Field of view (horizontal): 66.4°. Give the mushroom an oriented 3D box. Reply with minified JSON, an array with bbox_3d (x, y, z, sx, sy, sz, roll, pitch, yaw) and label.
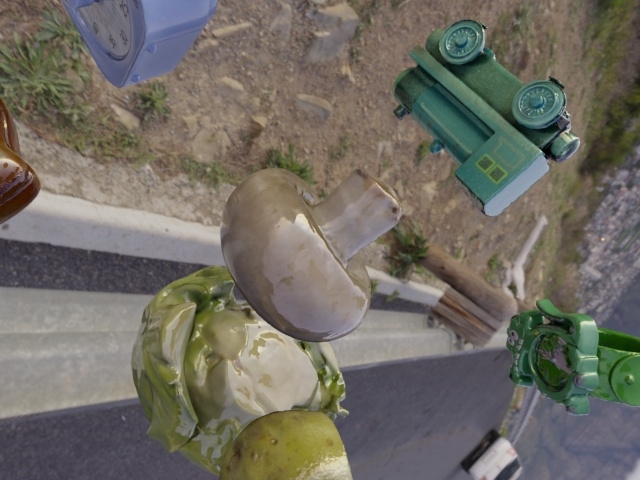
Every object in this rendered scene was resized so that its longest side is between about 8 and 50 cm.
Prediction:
[{"bbox_3d":[0.000,0.000,0.538,0.204,0.204,0.204,-32,146,-25],"label":"mushroom"}]

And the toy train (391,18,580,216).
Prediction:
[{"bbox_3d":[0.238,-0.197,0.758,0.194,0.298,0.120,-45,153,17],"label":"toy train"}]

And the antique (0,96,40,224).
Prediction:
[{"bbox_3d":[-0.480,-0.115,0.585,0.223,0.278,0.129,-61,-177,-23],"label":"antique"}]

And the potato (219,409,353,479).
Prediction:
[{"bbox_3d":[-0.042,0.271,0.593,0.149,0.120,0.081,-8,99,-21],"label":"potato"}]

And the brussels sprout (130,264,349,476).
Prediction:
[{"bbox_3d":[-0.189,0.273,0.964,0.361,0.425,0.342,-31,-154,38],"label":"brussels sprout"}]

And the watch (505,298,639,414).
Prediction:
[{"bbox_3d":[0.360,0.151,0.663,0.152,0.165,0.131,3,95,-15],"label":"watch"}]

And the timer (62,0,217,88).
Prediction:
[{"bbox_3d":[-0.356,-0.465,0.795,0.173,0.395,0.395,-33,146,-27],"label":"timer"}]
